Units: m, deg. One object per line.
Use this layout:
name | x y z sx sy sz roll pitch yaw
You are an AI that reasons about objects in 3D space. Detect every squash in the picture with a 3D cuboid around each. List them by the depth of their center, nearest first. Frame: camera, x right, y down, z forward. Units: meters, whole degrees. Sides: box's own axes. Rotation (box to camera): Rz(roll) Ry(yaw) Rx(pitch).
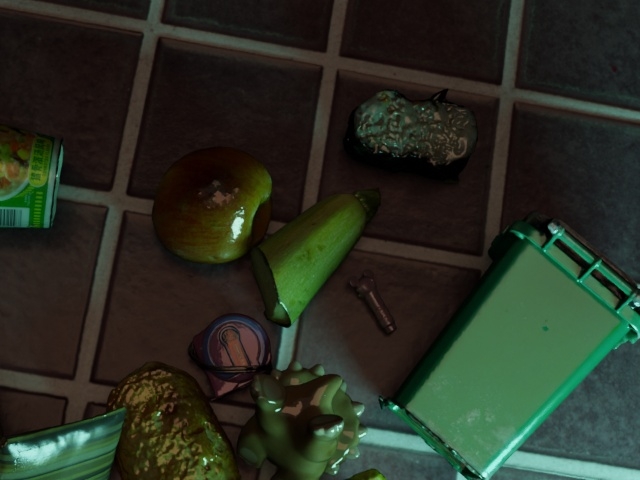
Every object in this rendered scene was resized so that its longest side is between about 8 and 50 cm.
squash | -0.008 -0.010 1.851 0.137 0.137 0.287 39 72 5

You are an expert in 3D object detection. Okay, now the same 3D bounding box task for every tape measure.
tape measure | -0.138 0.175 1.813 0.125 0.074 0.118 -23 82 -6

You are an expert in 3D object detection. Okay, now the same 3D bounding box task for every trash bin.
trash bin | 0.293 0.168 1.760 0.259 0.295 0.381 39 81 5

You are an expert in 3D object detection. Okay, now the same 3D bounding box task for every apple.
apple | -0.171 -0.060 1.839 0.173 0.160 0.195 15 67 20

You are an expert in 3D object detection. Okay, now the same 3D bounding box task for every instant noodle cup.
instant noodle cup | -0.520 -0.102 1.787 0.233 0.207 0.207 8 75 -11

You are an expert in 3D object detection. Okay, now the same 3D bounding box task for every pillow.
pillow | -0.380 0.345 1.653 0.052 0.208 0.212 31 116 35

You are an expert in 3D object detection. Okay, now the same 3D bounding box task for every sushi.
sushi | 0.147 -0.180 1.914 0.213 0.115 0.147 6 78 -6

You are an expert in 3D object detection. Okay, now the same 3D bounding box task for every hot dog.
hot dog | -0.224 0.314 1.749 0.175 0.114 0.259 -21 68 -6

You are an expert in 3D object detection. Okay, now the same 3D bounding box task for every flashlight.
flashlight | 0.087 0.101 1.878 0.052 0.031 0.110 -25 83 -37

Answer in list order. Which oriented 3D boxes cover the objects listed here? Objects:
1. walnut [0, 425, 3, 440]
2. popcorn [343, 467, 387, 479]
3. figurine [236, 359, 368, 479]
walnut | -0.570 0.294 1.638 0.227 0.273 0.273 -14 76 -34
popcorn | 0.050 0.444 1.708 0.198 0.198 0.212 18 68 -1
figurine | -0.018 0.258 1.716 0.177 0.247 0.173 28 51 21
